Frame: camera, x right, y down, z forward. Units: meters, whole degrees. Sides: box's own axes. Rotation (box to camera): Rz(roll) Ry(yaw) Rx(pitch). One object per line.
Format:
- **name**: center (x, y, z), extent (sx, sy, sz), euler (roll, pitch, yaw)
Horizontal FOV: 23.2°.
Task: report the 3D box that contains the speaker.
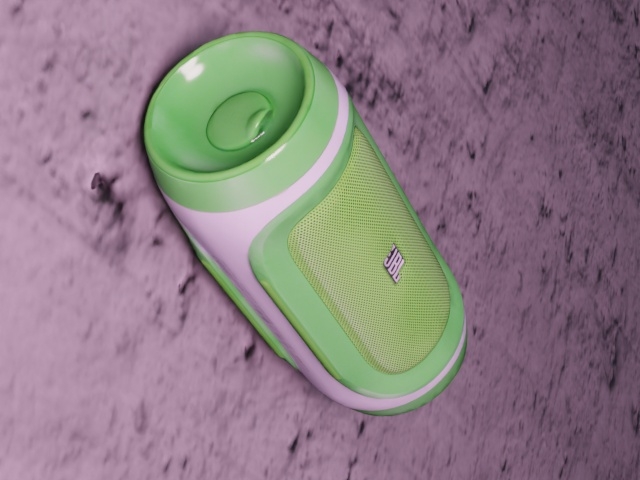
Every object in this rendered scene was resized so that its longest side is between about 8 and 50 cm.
- **speaker**: center (0.000, 0.000, 0.993), extent (0.296, 0.131, 0.131), euler (55, 42, -50)
